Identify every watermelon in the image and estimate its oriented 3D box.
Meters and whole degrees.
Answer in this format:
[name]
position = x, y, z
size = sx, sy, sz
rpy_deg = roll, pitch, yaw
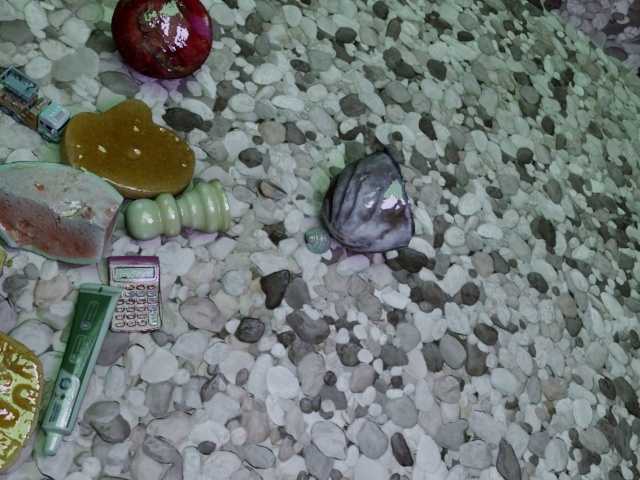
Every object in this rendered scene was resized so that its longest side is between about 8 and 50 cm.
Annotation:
[watermelon]
position = -0.623, -0.076, 1.415
size = 0.305, 0.180, 0.223
rpy_deg = 20, 82, -11

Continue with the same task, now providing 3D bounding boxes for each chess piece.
[chess piece]
position = -0.371, -0.069, 1.582
size = 0.251, 0.144, 0.144
rpy_deg = -12, 73, -23

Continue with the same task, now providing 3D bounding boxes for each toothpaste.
[toothpaste]
position = -0.540, 0.275, 1.374
size = 0.099, 0.061, 0.392
rpy_deg = 8, 60, 0

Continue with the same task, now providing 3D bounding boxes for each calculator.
[calculator]
position = -0.451, 0.128, 1.503
size = 0.127, 0.034, 0.190
rpy_deg = 1, 72, -26

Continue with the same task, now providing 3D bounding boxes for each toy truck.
[toy truck]
position = -0.710, -0.335, 1.543
size = 0.178, 0.115, 0.080
rpy_deg = 34, 57, -10

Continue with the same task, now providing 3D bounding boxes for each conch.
[conch]
position = 0.001, -0.001, 1.771
size = 0.085, 0.057, 0.076
rpy_deg = -2, 81, -26

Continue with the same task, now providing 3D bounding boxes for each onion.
[onion]
position = -0.432, -0.577, 1.702
size = 0.276, 0.276, 0.276
rpy_deg = 11, 63, -21

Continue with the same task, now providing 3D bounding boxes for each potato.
[potato]
position = -0.143, -0.145, 1.783
size = 0.093, 0.036, 0.037
rpy_deg = 26, 19, -34

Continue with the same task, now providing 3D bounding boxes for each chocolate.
[chocolate]
position = 0.112, -0.094, 1.754
size = 0.213, 0.303, 0.303
rpy_deg = -16, 74, -12

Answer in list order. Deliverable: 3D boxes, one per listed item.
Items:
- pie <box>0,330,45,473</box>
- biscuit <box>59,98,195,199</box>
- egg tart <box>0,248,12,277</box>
[pie]
position = -0.731, 0.333, 1.244
size = 0.340, 0.083, 0.339
rpy_deg = 10, 66, -23
[biscuit]
position = -0.498, -0.242, 1.619
size = 0.344, 0.057, 0.287
rpy_deg = 6, 64, -34
[egg tart]
position = -0.794, 0.123, 1.204
size = 0.388, 0.388, 0.169
rpy_deg = -31, 127, -33
